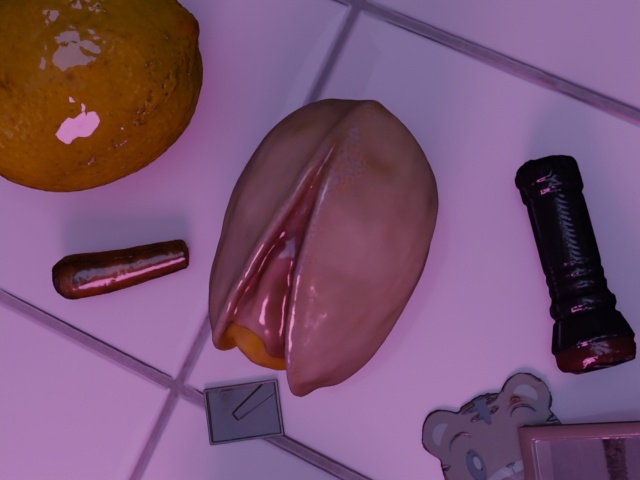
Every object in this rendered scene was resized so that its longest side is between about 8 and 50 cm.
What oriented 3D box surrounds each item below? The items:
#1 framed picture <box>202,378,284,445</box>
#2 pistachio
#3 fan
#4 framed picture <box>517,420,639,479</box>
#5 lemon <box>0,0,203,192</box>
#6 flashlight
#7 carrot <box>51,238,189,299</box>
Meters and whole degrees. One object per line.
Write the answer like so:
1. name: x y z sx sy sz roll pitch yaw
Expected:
1. framed picture: -0.088 0.197 1.127 0.089 0.006 0.066 -10 81 8
2. pistachio: 0.000 0.000 1.025 0.229 0.230 0.309 28 97 12
3. fan: 0.217 0.267 1.064 0.152 0.008 0.227 -28 79 6
4. framed picture: 0.314 0.325 0.979 0.213 0.016 0.289 -11 83 37
5. lemon: -0.275 -0.183 1.080 0.310 0.258 0.258 -29 79 10
6. flashlight: 0.269 0.023 1.051 0.093 0.093 0.232 -13 75 8
7. carrot: -0.233 0.032 1.153 0.161 0.055 0.055 -11 81 2
